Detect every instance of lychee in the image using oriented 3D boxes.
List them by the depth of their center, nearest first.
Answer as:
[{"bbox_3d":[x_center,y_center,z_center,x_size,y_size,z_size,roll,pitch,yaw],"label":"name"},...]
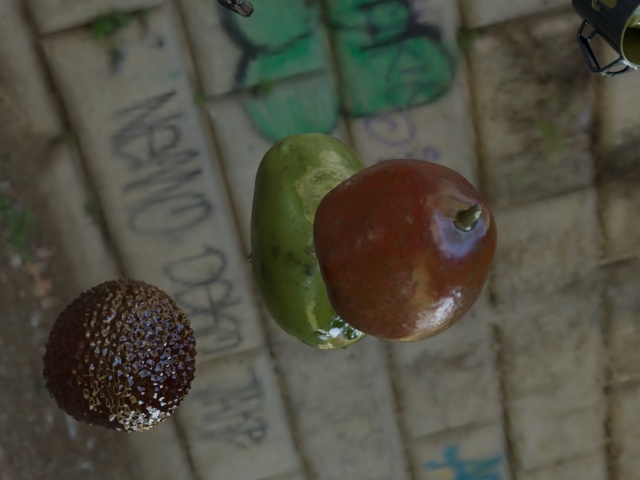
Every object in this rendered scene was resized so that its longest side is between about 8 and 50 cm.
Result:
[{"bbox_3d":[-0.237,0.136,1.757,0.194,0.195,0.194,165,-90,-88],"label":"lychee"}]

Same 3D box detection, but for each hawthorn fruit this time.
[{"bbox_3d":[0.106,-0.002,1.559,0.251,0.199,0.199,-33,-111,57],"label":"hawthorn fruit"}]

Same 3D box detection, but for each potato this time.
[{"bbox_3d":[0.003,0.000,2.073,0.216,0.216,0.304,82,9,-74],"label":"potato"}]

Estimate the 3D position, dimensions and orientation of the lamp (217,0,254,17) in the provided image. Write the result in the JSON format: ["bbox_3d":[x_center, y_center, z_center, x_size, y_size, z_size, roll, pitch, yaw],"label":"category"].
[{"bbox_3d":[-0.160,-0.379,1.701,0.147,0.172,0.227,3,90,-84],"label":"lamp"}]

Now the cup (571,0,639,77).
[{"bbox_3d":[0.477,-0.353,2.362,0.131,0.176,0.155,20,23,-41],"label":"cup"}]
